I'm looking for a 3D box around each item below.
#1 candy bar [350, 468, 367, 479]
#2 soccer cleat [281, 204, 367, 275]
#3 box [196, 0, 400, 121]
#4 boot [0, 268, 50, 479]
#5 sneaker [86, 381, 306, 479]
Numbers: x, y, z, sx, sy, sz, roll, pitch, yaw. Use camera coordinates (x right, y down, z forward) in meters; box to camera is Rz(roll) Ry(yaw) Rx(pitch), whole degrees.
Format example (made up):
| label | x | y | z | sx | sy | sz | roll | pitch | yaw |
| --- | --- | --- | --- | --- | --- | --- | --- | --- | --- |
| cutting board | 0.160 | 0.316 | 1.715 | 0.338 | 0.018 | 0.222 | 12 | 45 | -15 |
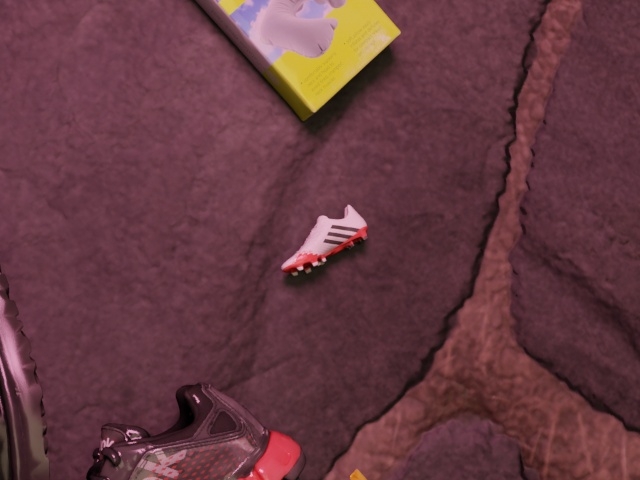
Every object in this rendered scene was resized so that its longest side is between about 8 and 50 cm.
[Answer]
| label | x | y | z | sx | sy | sz | roll | pitch | yaw |
| --- | --- | --- | --- | --- | --- | --- | --- | --- | --- |
| candy bar | -0.013 | 0.248 | 1.073 | 0.161 | 0.018 | 0.040 | -42 | 92 | -16 |
| soccer cleat | 0.000 | 0.000 | 1.105 | 0.083 | 0.029 | 0.036 | -28 | 82 | -21 |
| box | -0.033 | -0.199 | 1.113 | 0.109 | 0.042 | 0.178 | -44 | 97 | -17 |
| boot | -0.345 | 0.080 | 0.936 | 0.260 | 0.131 | 0.348 | -14 | 76 | -24 |
| sneaker | -0.144 | 0.211 | 0.999 | 0.276 | 0.097 | 0.135 | -43 | 96 | -19 |
